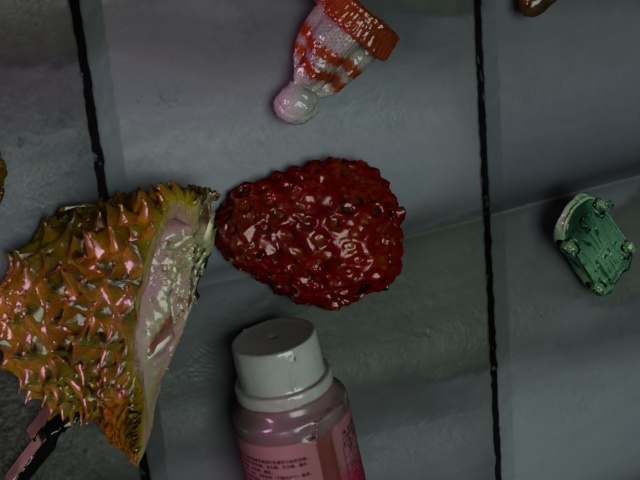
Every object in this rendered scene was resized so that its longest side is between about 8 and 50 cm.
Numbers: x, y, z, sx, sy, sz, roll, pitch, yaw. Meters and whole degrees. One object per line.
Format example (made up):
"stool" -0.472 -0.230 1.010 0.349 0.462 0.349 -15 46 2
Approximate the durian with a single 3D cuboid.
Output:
"durian" -0.247 0.068 1.153 0.196 0.185 0.305 17 95 8

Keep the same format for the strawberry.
"strawberry" 0.000 0.000 1.275 0.237 0.111 0.190 4 103 -27

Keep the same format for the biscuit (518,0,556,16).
"biscuit" 0.277 -0.400 1.353 0.164 0.047 0.207 -34 116 -17

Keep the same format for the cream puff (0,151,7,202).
"cream puff" -0.382 -0.050 1.060 0.165 0.115 0.150 -40 121 -14

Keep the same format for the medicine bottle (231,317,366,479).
"medicine bottle" -0.030 0.222 1.299 0.147 0.147 0.247 -20 111 -22

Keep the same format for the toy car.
"toy car" 0.368 0.001 1.497 0.093 0.058 0.186 -51 131 -8

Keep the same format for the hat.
"hat" 0.004 -0.204 1.253 0.112 0.093 0.162 36 103 -20

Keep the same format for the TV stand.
"TV stand" -0.267 0.172 1.222 0.042 0.036 0.249 41 82 -29
